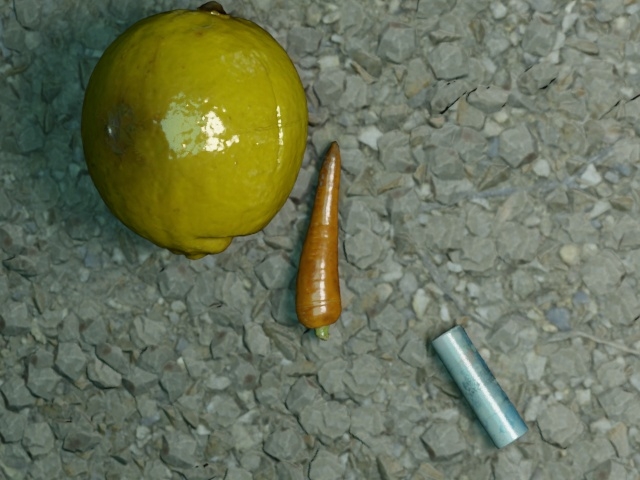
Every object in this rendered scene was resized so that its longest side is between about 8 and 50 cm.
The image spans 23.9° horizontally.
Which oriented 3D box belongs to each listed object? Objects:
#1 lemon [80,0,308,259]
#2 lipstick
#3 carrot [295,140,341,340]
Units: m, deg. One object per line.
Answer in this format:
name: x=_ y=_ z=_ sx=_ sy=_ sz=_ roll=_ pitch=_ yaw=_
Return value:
lemon: x=-0.154 y=-0.135 z=1.857 sx=0.297 sy=0.297 sz=0.297 roll=1 pitch=93 yaw=17
lipstick: x=0.197 y=0.181 z=1.886 sx=0.048 sy=0.048 sz=0.158 roll=-34 pitch=83 yaw=16
carrot: x=0.000 y=0.000 z=1.932 sx=0.061 sy=0.061 sz=0.256 roll=2 pitch=90 yaw=17
